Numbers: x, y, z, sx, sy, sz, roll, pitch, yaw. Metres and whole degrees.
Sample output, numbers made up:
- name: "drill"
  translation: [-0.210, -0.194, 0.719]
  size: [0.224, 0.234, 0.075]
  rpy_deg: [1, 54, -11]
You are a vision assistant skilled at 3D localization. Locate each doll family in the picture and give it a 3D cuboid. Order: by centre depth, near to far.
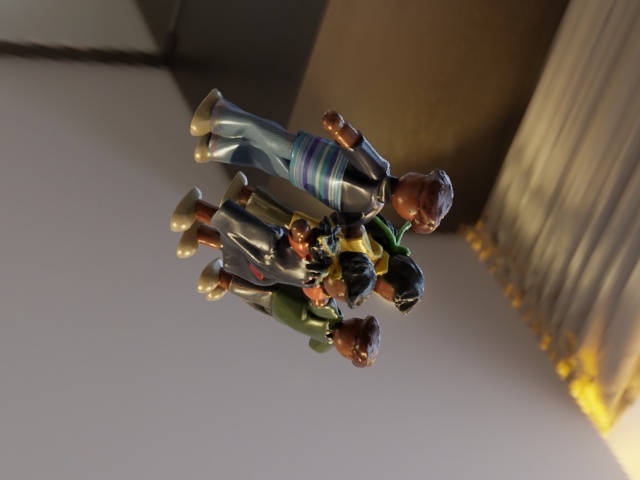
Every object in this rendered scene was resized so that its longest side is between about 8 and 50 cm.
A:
- name: "doll family"
  translation: [0.000, 0.000, 0.650]
  size: [0.111, 0.193, 0.076]
  rpy_deg: [24, -102, 13]
